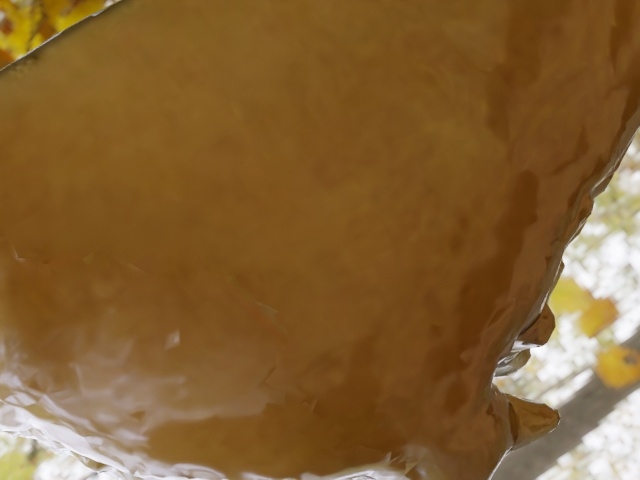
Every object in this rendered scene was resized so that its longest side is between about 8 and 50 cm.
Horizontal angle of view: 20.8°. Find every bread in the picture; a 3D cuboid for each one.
[{"bbox_3d":[-0.001,0.009,0.426,0.252,0.174,0.133,-30,-97,-6],"label":"bread"}]
